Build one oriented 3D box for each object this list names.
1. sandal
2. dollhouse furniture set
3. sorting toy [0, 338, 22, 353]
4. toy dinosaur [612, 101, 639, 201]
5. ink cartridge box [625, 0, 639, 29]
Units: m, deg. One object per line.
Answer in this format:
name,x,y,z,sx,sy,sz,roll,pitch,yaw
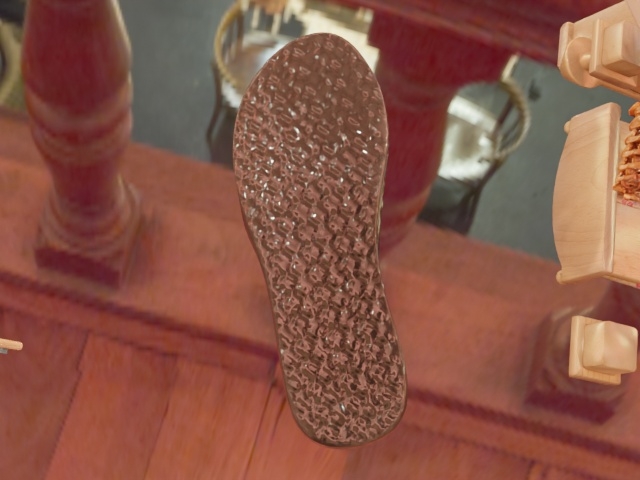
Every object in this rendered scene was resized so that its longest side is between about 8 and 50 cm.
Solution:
sandal,-0.002,0.002,1.755,0.167,0.107,0.446,-5,81,-1
dollhouse furniture set,0.302,-0.024,1.391,0.303,0.174,0.355,16,72,-29
sorting toy,-0.308,0.088,1.414,0.083,0.062,0.012,7,89,25
toy dinosaur,0.332,-0.124,1.195,0.218,0.164,0.322,25,76,42
ink cartridge box,0.268,-0.077,0.597,0.197,0.198,0.270,-45,119,-23
